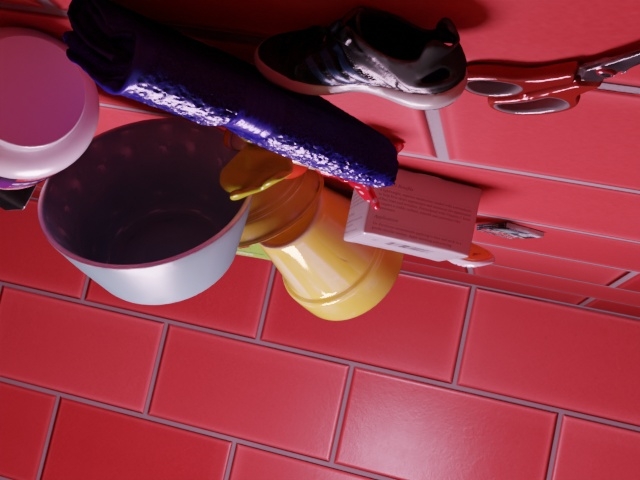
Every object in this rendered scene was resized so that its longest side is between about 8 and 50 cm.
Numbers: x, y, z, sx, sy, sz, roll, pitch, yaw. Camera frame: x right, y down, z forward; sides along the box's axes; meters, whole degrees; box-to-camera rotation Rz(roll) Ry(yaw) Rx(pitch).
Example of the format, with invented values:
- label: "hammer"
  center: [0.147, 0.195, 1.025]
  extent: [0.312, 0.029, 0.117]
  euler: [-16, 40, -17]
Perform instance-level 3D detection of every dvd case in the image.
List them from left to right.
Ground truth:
- label: "dvd case"
  center: [0.381, -0.019, 1.619]
  extent: [0.087, 0.013, 0.119]
  euler: [14, 175, -17]

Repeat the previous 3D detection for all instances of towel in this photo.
- label: "towel"
  center: [-0.090, -0.138, 0.797]
  extent: [0.308, 0.076, 0.227]
  euler: [17, -164, -36]

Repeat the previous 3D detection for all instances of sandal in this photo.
- label: "sandal"
  center: [0.257, -0.013, 1.615]
  extent: [0.102, 0.076, 0.265]
  euler: [-11, -162, -28]

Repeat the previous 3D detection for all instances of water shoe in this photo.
- label: "water shoe"
  center: [0.031, -0.172, 0.699]
  extent: [0.203, 0.072, 0.080]
  euler: [12, 146, 22]

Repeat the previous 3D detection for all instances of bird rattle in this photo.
- label: "bird rattle"
  center: [-0.025, -0.129, 1.113]
  extent: [0.254, 0.143, 0.207]
  euler: [1, -167, -31]

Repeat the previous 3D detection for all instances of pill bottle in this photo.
- label: "pill bottle"
  center: [-0.387, -0.162, 1.016]
  extent: [0.182, 0.181, 0.323]
  euler: [15, 174, -24]

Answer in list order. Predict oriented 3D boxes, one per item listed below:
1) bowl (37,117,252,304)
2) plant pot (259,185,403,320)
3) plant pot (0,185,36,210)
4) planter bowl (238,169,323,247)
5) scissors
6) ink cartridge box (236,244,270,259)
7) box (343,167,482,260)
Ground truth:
- label: "bowl"
  center: [-0.242, -0.025, 1.204]
  extent: [0.312, 0.311, 0.163]
  euler: [11, 140, 16]
- label: "plant pot"
  center: [0.000, 0.000, 1.601]
  extent: [0.254, 0.253, 0.239]
  euler: [7, 156, 42]
- label: "plant pot"
  center: [-0.564, -0.173, 1.386]
  extent: [0.167, 0.188, 0.187]
  euler: [30, 167, -28]
- label: "planter bowl"
  center: [-0.111, -0.092, 1.334]
  extent: [0.217, 0.217, 0.090]
  euler: [7, 138, 43]
- label: "scissors"
  center: [0.241, -0.144, 0.691]
  extent: [0.109, 0.021, 0.297]
  euler: [19, 171, -33]
- label: "ink cartridge box"
  center: [-0.232, -0.043, 1.606]
  extent: [0.189, 0.097, 0.255]
  euler: [7, 133, 42]
- label: "box"
  center: [0.149, -0.043, 1.347]
  extent: [0.181, 0.118, 0.182]
  euler: [13, 175, -7]
